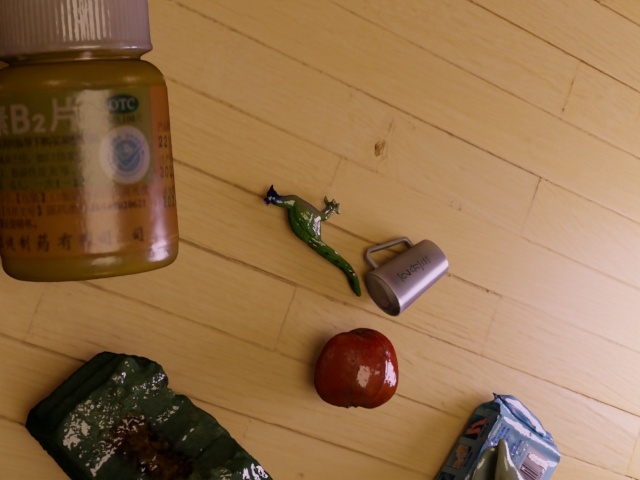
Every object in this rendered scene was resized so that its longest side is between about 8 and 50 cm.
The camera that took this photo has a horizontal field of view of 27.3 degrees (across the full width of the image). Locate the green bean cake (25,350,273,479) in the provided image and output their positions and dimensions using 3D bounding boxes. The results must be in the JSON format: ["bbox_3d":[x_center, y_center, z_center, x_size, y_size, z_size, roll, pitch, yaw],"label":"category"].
[{"bbox_3d":[-0.191,0.294,1.655,0.169,0.308,0.300,-43,112,-20],"label":"green bean cake"}]

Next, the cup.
[{"bbox_3d":[0.118,0.042,1.936,0.116,0.074,0.104,-36,80,-24],"label":"cup"}]

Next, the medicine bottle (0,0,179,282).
[{"bbox_3d":[-0.296,-0.151,1.617,0.224,0.224,0.384,-6,96,-27],"label":"medicine bottle"}]

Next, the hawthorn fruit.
[{"bbox_3d":[0.051,0.184,1.882,0.128,0.128,0.128,-2,94,-27],"label":"hawthorn fruit"}]

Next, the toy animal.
[{"bbox_3d":[0.010,-0.014,1.887,0.217,0.041,0.075,46,75,-26],"label":"toy animal"}]

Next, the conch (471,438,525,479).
[{"bbox_3d":[0.270,0.384,1.953,0.065,0.088,0.180,-16,93,-69],"label":"conch"}]

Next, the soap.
[{"bbox_3d":[0.254,0.385,2.016,0.156,0.077,0.293,40,75,-22],"label":"soap"}]
